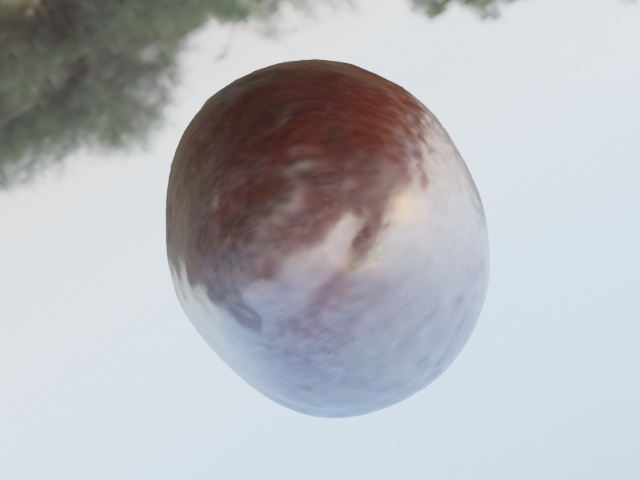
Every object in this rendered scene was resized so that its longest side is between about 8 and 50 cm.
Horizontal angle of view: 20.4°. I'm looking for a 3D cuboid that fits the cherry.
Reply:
[{"bbox_3d":[0.004,0.012,1.561,0.291,0.326,0.335,-20,-151,0],"label":"cherry"}]
